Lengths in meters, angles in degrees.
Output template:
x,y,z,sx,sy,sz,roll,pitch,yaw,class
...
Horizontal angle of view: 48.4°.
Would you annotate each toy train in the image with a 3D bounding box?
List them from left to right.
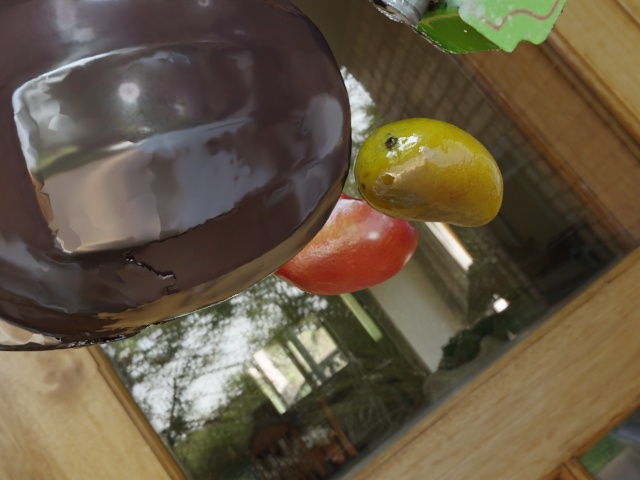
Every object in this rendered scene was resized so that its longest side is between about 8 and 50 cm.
x,y,z,sx,sy,sz,roll,pitch,yaw,class
0.189,-0.367,0.830,0.307,0.249,0.173,-62,24,0,toy train

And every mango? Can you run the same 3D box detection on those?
x,y,z,sx,sy,sz,roll,pitch,yaw,class
0.103,-0.056,0.645,0.161,0.076,0.103,20,-47,-32,mango

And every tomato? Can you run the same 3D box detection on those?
x,y,z,sx,sy,sz,roll,pitch,yaw,class
0.000,0.000,0.930,0.139,0.233,0.200,-63,-31,-4,tomato

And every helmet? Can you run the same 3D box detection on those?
x,y,z,sx,sy,sz,roll,pitch,yaw,class
-0.101,-0.054,0.421,0.177,0.224,0.305,-5,18,39,helmet
